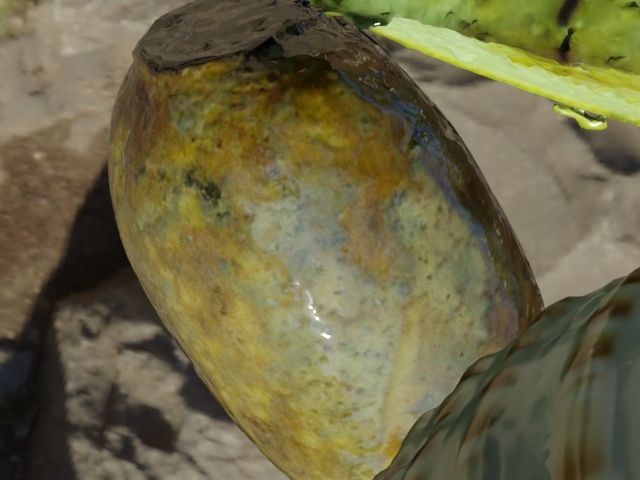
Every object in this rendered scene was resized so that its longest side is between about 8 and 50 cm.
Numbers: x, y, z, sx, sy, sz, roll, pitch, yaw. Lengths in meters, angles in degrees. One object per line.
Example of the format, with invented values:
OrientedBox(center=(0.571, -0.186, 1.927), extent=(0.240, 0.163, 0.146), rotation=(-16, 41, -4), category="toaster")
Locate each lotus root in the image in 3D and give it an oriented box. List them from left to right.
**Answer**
OrientedBox(center=(0.000, 0.000, 1.086), extent=(0.250, 0.250, 0.346), rotation=(-47, 124, -30), category="lotus root")

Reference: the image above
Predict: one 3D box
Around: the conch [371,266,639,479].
OrientedBox(center=(0.127, 0.153, 0.427), extent=(0.303, 0.319, 0.215), rotation=(59, 12, 6), category="conch")

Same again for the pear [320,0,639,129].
OrientedBox(center=(0.212, -0.205, 0.831), extent=(0.238, 0.342, 0.318), rotation=(8, 99, -63), category="pear")
